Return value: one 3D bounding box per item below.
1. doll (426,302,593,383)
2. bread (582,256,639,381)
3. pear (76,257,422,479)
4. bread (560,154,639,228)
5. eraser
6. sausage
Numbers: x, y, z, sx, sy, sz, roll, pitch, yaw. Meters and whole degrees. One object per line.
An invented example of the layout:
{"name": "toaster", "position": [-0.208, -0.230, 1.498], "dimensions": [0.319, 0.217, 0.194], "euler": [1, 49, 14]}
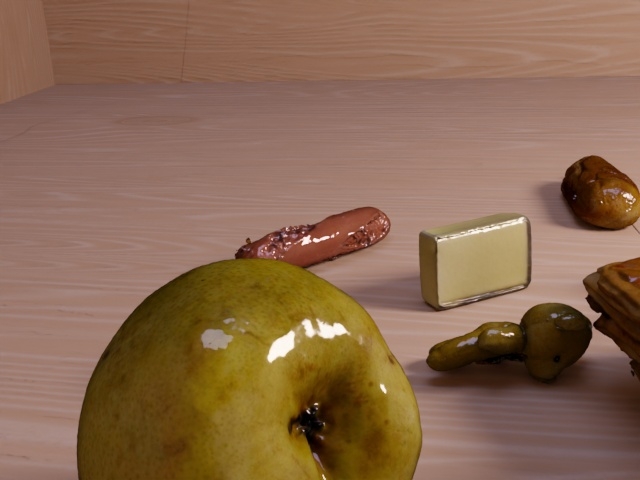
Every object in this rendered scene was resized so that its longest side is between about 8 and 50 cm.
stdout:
{"name": "doll", "position": [0.238, 0.140, 1.139], "dimensions": [0.210, 0.097, 0.137], "euler": [-15, -15, 14]}
{"name": "bread", "position": [0.486, 0.116, 1.008], "dimensions": [0.325, 0.167, 0.277], "euler": [-5, 20, -11]}
{"name": "pear", "position": [-0.075, 0.162, 0.811], "dimensions": [0.304, 0.303, 0.304], "euler": [-3, 20, 1]}
{"name": "bread", "position": [0.533, -0.108, 1.749], "dimensions": [0.124, 0.084, 0.344], "euler": [-1, 19, 6]}
{"name": "eraser", "position": [0.235, 0.029, 1.373], "dimensions": [0.172, 0.117, 0.058], "euler": [-12, 17, -23]}
{"name": "sausage", "position": [0.000, 0.000, 1.554], "dimensions": [0.327, 0.079, 0.087], "euler": [-17, -2, -33]}
